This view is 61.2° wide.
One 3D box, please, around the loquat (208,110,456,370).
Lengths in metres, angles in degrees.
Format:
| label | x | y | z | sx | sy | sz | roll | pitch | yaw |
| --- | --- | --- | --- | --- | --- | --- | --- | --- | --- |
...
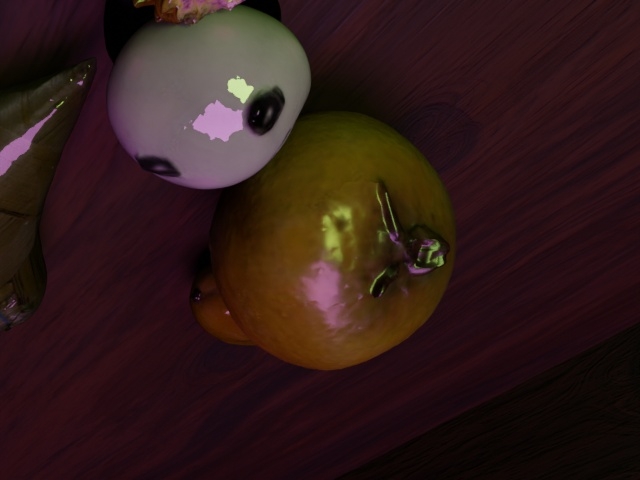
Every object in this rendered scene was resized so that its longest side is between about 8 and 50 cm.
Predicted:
| label | x | y | z | sx | sy | sz | roll | pitch | yaw |
| --- | --- | --- | --- | --- | --- | --- | --- | --- | --- |
| loquat | 0.000 | 0.000 | 0.720 | 0.328 | 0.328 | 0.359 | 19 | 175 | -40 |

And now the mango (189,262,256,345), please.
| label | x | y | z | sx | sy | sz | roll | pitch | yaw |
| --- | --- | --- | --- | --- | --- | --- | --- | --- | --- |
| mango | -0.086 | 0.114 | 0.957 | 0.195 | 0.142 | 0.332 | -31 | 146 | 26 |

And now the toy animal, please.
| label | x | y | z | sx | sy | sz | roll | pitch | yaw |
| --- | --- | --- | --- | --- | --- | --- | --- | --- | --- |
| toy animal | -0.110 | -0.157 | 0.507 | 0.187 | 0.235 | 0.165 | -29 | 150 | 15 |

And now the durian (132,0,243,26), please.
| label | x | y | z | sx | sy | sz | roll | pitch | yaw |
| --- | --- | --- | --- | --- | --- | --- | --- | --- | --- |
| durian | -0.060 | -0.284 | 0.399 | 0.260 | 0.186 | 0.154 | -45 | 147 | -16 |

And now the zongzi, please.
| label | x | y | z | sx | sy | sz | roll | pitch | yaw |
| --- | --- | --- | --- | --- | --- | --- | --- | --- | --- |
| zongzi | -0.356 | -0.036 | 0.636 | 0.360 | 0.160 | 0.323 | -25 | 150 | -2 |
